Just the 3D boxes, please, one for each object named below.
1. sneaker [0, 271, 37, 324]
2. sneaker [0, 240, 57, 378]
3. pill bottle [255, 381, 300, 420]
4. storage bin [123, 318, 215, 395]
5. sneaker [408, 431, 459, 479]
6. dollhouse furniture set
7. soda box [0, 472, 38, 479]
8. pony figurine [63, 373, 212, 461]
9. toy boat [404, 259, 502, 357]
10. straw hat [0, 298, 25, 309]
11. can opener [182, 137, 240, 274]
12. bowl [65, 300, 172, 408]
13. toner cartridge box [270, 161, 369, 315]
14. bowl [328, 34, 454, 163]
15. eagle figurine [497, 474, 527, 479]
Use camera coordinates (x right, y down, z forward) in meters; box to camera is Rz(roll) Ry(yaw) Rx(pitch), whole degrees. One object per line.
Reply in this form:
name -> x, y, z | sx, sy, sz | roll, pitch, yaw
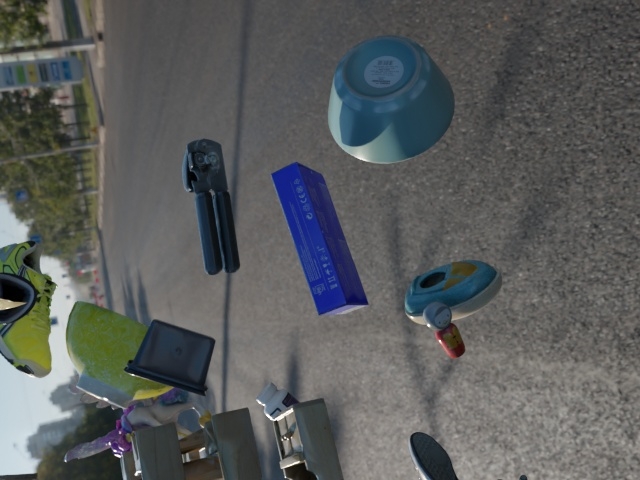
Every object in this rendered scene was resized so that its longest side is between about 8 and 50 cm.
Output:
sneaker -> -0.642, 0.116, 1.166 | 0.153, 0.282, 0.099 | -4, 98, 58
sneaker -> -0.731, 0.158, 1.649 | 0.384, 0.147, 0.145 | 61, -179, 24
pill bottle -> -0.122, 0.573, 2.251 | 0.193, 0.108, 0.108 | 43, 158, -2
storage bin -> -0.234, 0.185, 1.076 | 0.098, 0.135, 0.091 | 158, 132, -77
sneaker -> 0.219, 0.523, 1.357 | 0.226, 0.086, 0.163 | 59, 136, 35
dollhouse furniture set -> -0.167, 0.483, 1.286 | 0.362, 0.395, 0.256 | 129, 130, -58
soda box -> -0.762, 0.576, 1.454 | 0.083, 0.264, 0.092 | -59, 38, 34
pony figurine -> -0.483, 0.487, 1.806 | 0.364, 0.351, 0.302 | 32, 114, 32
toy boat -> 0.321, 0.147, 1.671 | 0.148, 0.268, 0.318 | 58, -154, -20
straw hat -> -0.472, 0.104, 0.889 | 0.144, 0.145, 0.061 | 158, 119, -70
can opener -> -0.225, -0.067, 1.348 | 0.095, 0.076, 0.283 | -22, 75, 58
bowl -> -0.425, 0.262, 1.409 | 0.156, 0.290, 0.289 | -66, 8, -22
toner cartridge box -> 0.000, 0.000, 1.551 | 0.165, 0.075, 0.347 | 16, -128, -68
bowl -> 0.151, -0.354, 1.552 | 0.163, 0.312, 0.311 | 60, -173, -61
eagle figurine -> 0.276, 0.524, 1.033 | 0.226, 0.298, 0.225 | 29, 151, 12
